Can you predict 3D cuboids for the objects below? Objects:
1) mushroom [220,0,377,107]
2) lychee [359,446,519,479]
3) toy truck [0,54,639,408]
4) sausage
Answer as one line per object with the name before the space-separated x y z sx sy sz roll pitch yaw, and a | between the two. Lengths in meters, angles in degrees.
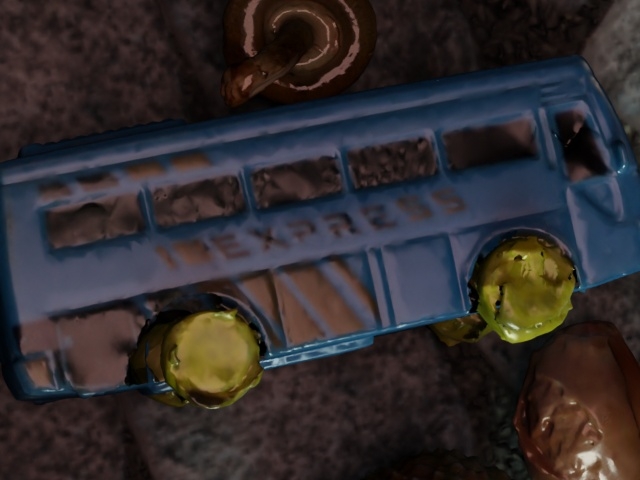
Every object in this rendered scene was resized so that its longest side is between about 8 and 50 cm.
mushroom | -0.028 -0.115 1.095 0.129 0.073 0.088 -37 115 -42
lychee | 0.067 0.221 1.094 0.165 0.165 0.197 3 60 -14
toy truck | 0.000 0.000 1.072 0.385 0.161 0.162 -11 87 -12
sausage | 0.207 0.253 1.168 0.094 0.094 0.418 -18 98 -8
